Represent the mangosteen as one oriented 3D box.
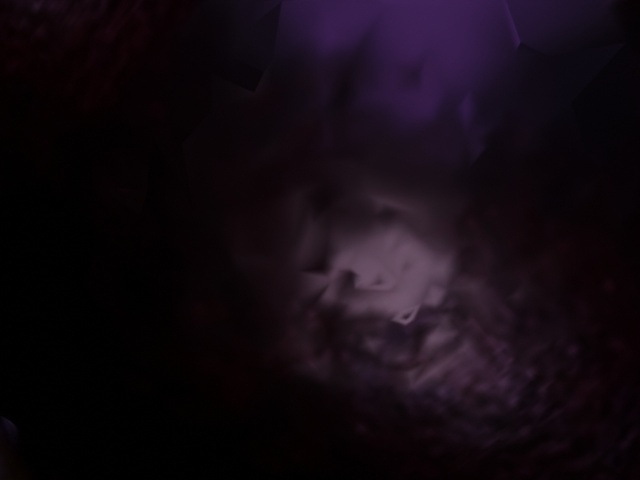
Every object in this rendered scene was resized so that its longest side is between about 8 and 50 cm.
[{"bbox_3d":[0.010,-0.016,0.507,0.293,0.297,0.297,-31,63,-22],"label":"mangosteen"}]
